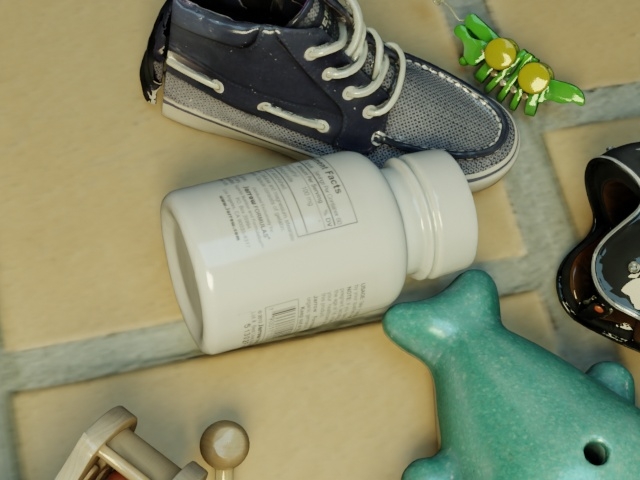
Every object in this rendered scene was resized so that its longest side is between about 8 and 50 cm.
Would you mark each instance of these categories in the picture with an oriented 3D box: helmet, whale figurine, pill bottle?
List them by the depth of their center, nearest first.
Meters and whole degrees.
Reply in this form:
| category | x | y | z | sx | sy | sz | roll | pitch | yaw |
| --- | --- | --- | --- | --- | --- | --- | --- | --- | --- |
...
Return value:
| category | x | y | z | sx | sy | sz | roll | pitch | yaw |
| --- | --- | --- | --- | --- | --- | --- | --- | --- | --- |
| whale figurine | 0.158 | 0.138 | 0.898 | 0.216 | 0.141 | 0.272 | -23 | 70 | -19 |
| pill bottle | 0.000 | 0.000 | 0.933 | 0.229 | 0.131 | 0.131 | -14 | 70 | -16 |
| helmet | 0.282 | 0.003 | 0.972 | 0.169 | 0.169 | 0.161 | 28 | 80 | 2 |

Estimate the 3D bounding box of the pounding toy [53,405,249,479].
| category | x | y | z | sx | sy | sz | roll | pitch | yaw |
| --- | --- | --- | --- | --- | --- | --- | --- | --- | --- |
| pounding toy | -0.126 | 0.221 | 0.798 | 0.155 | 0.154 | 0.269 | 36 | 65 | 6 |

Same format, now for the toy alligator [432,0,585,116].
| category | x | y | z | sx | sy | sz | roll | pitch | yaw |
| --- | --- | --- | --- | --- | --- | --- | --- | --- | --- |
| toy alligator | 0.155 | -0.167 | 1.085 | 0.189 | 0.056 | 0.051 | 37 | 105 | 6 |

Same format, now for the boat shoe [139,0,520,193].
| category | x | y | z | sx | sy | sz | roll | pitch | yaw |
| --- | --- | --- | --- | --- | --- | --- | --- | --- | --- |
| boat shoe | 0.019 | -0.136 | 0.982 | 0.340 | 0.158 | 0.127 | 11 | 65 | -6 |
